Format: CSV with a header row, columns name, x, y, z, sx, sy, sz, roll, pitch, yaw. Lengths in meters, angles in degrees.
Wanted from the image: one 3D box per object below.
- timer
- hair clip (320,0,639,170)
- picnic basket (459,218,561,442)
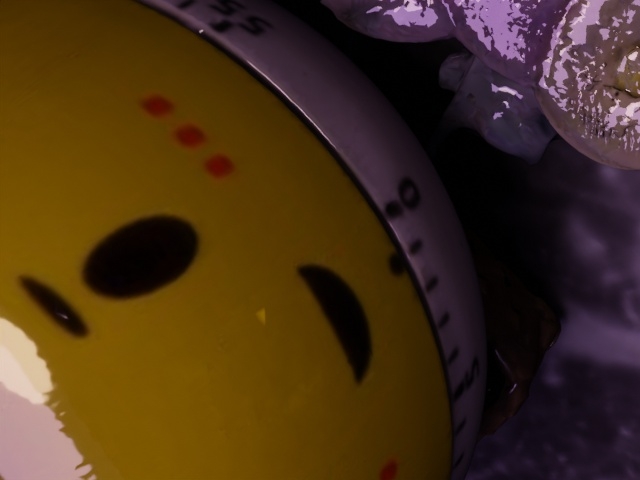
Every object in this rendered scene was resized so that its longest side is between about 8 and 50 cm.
name,x,y,z,sx,sy,sz,roll,pitch,yaw
timer,-0.104,0.062,0.471,0.285,0.285,0.285,18,128,25
hair clip,0.090,-0.084,0.461,0.146,0.056,0.187,35,131,1
picnic basket,0.000,0.000,0.579,0.193,0.055,0.110,45,135,0
